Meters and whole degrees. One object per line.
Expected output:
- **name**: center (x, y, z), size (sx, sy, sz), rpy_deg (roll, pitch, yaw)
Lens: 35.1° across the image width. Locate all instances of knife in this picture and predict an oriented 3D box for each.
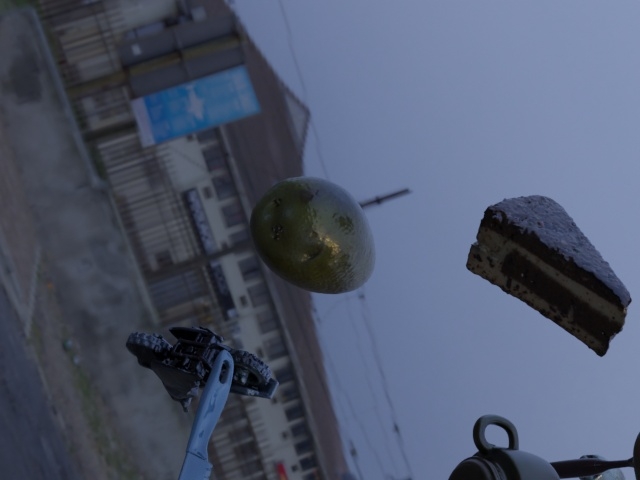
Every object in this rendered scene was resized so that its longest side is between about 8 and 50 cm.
- **knife**: center (-0.150, 0.271, 1.221), size (0.044, 0.019, 0.313), rpy_deg (35, 51, -26)

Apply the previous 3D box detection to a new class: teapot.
- **teapot**: center (0.286, 0.424, 1.692), size (0.185, 0.175, 0.268), rpy_deg (-27, -127, 52)

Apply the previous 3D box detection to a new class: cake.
- **cake**: center (0.340, 0.037, 1.403), size (0.246, 0.135, 0.112), rpy_deg (35, -52, 29)

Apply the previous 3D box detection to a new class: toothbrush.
- **toothbrush**: center (0.552, 0.480, 2.139), size (0.364, 0.041, 0.041), rpy_deg (-32, -103, 60)

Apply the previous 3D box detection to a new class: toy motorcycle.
- **toy motorcycle**: center (-0.189, 0.213, 1.648), size (0.106, 0.270, 0.159), rpy_deg (-64, 147, -31)

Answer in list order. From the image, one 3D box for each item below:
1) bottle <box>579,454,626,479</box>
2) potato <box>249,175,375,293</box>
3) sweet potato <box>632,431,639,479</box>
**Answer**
- **bottle**: center (0.723, 0.601, 2.513), size (0.269, 0.083, 0.083), rpy_deg (36, 17, -42)
- **potato**: center (0.000, 0.000, 1.608), size (0.251, 0.174, 0.159), rpy_deg (39, 61, -47)
- **sweet potato**: center (0.536, 0.402, 1.617), size (0.078, 0.058, 0.255), rpy_deg (84, 9, -56)
